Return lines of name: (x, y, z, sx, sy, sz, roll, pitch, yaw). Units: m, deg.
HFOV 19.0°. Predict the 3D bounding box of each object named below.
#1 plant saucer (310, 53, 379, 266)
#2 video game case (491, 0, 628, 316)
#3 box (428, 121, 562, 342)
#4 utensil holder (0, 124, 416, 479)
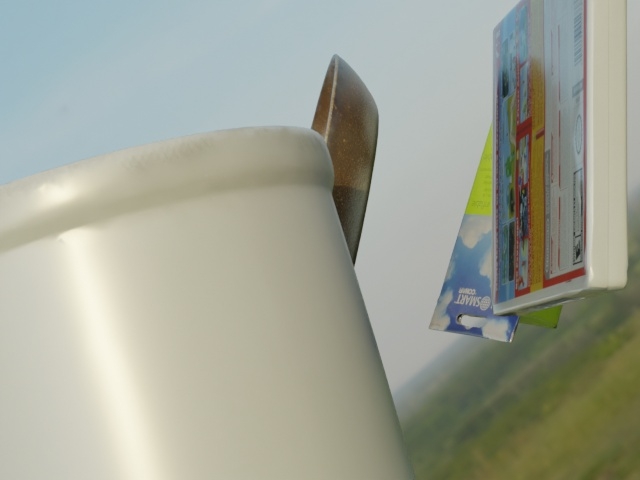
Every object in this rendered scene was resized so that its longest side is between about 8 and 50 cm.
plant saucer: (0.000, 0.000, 1.611, 0.310, 0.050, 0.311, -167, 90, -87)
video game case: (0.143, -0.062, 1.184, 0.025, 0.204, 0.285, 1, -5, -6)
box: (0.150, -0.008, 1.447, 0.109, 0.042, 0.178, 6, 77, 58)
utensil holder: (-0.100, 0.157, 1.294, 0.327, 0.385, 0.327, -16, -8, -2)
